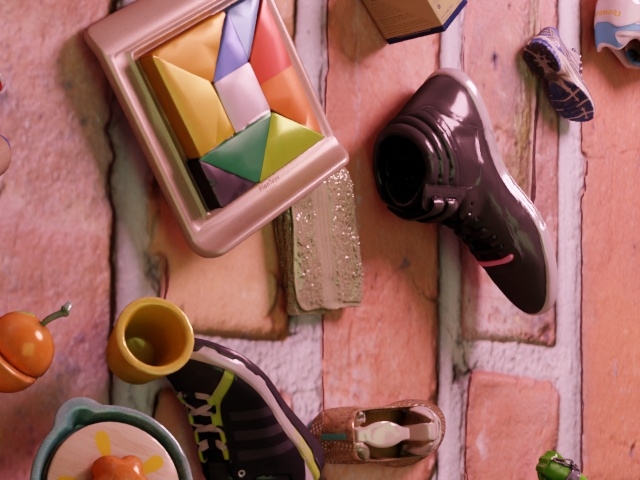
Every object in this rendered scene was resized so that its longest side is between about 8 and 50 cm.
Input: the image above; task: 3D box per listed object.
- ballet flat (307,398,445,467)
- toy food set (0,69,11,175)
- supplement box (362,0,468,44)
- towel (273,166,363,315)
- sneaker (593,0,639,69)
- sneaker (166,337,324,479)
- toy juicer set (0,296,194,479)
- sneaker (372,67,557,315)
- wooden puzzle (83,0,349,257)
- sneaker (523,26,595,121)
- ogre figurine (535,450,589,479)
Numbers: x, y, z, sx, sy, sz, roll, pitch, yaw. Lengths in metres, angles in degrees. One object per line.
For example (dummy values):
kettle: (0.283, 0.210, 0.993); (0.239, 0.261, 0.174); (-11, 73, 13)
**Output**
ballet flat: (0.077, 0.201, 1.495); (0.206, 0.067, 0.073); (-1, 86, -45)
toy food set: (-0.311, -0.105, 1.120); (0.232, 0.111, 0.104); (58, 19, -11)
supplement box: (0.095, -0.264, 1.542); (0.083, 0.083, 0.056); (56, 51, -25)
towel: (0.000, 0.000, 1.465); (0.110, 0.027, 0.148); (-8, 92, -46)
sneaker: (0.435, -0.263, 1.888); (0.229, 0.087, 0.092); (13, 85, -36)
sneaker: (-0.077, 0.181, 1.332); (0.234, 0.084, 0.097); (48, 57, -31)
toy juicer set: (-0.201, 0.196, 1.145); (0.209, 0.089, 0.329); (7, 66, -24)
sneaker: (0.148, -0.026, 1.568); (0.147, 0.104, 0.296); (-36, 105, -39)
wooden puzzle: (-0.086, -0.134, 1.362); (0.221, 0.044, 0.238); (-38, 106, -39)
sneaker: (0.301, -0.204, 1.766); (0.135, 0.052, 0.058); (54, 49, -28)
ogre figurine: (0.289, 0.351, 1.680); (0.118, 0.097, 0.197); (13, 61, -25)
